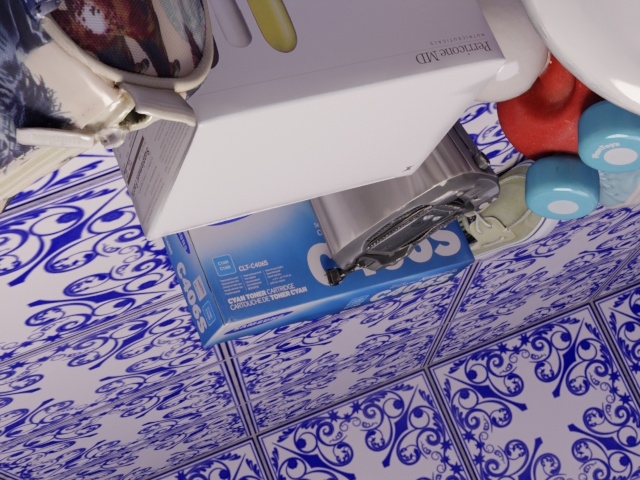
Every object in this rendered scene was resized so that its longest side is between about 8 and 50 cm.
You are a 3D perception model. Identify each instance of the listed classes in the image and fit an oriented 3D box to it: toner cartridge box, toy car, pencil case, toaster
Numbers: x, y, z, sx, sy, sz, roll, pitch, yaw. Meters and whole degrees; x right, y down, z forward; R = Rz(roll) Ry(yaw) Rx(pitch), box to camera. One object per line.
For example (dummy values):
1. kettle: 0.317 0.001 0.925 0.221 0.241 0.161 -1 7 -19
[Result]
1. toner cartridge box: 0.000 0.000 1.340 0.348 0.165 0.075 -14 161 -31
2. toy car: 0.179 -0.169 1.081 0.238 0.219 0.210 13 154 -12
3. pencil case: -0.258 -0.065 0.752 0.410 0.183 0.160 -32 145 30
4. toaster: 0.073 -0.065 1.252 0.227 0.146 0.129 -35 160 27

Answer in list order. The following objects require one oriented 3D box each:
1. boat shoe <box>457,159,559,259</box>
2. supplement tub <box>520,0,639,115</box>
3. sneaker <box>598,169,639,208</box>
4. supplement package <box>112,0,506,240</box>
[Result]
1. boat shoe: 0.257 -0.030 1.699 0.094 0.109 0.302 -12 164 -27
2. supplement tub: 0.208 -0.216 0.625 0.207 0.207 0.338 -31 -160 26
3. sneaker: 0.369 -0.140 1.485 0.150 0.135 0.366 -14 154 -5
4. supplement package: -0.025 -0.130 0.926 0.262 0.145 0.204 -16 163 -25
